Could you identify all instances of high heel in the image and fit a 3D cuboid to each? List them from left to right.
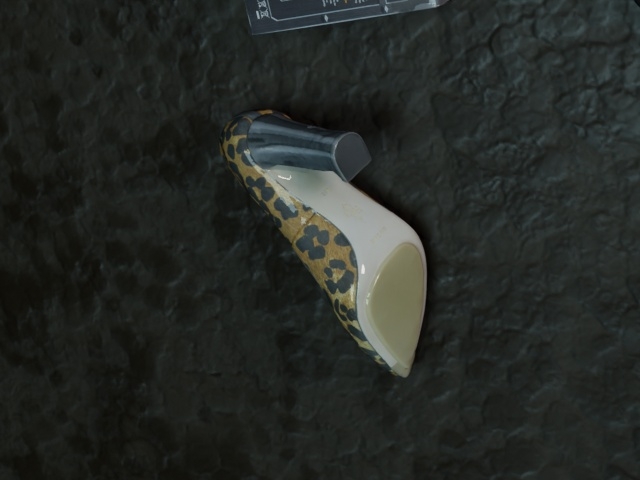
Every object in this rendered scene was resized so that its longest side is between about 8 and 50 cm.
[{"bbox_3d":[0.000,0.000,1.400,0.186,0.093,0.261,16,132,48],"label":"high heel"}]

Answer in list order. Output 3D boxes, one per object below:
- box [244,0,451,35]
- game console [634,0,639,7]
[{"bbox_3d":[0.005,-0.297,1.270,0.183,0.056,0.231,-5,107,30],"label":"box"},{"bbox_3d":[0.349,-0.230,1.034,0.250,0.173,0.293,28,120,17],"label":"game console"}]
